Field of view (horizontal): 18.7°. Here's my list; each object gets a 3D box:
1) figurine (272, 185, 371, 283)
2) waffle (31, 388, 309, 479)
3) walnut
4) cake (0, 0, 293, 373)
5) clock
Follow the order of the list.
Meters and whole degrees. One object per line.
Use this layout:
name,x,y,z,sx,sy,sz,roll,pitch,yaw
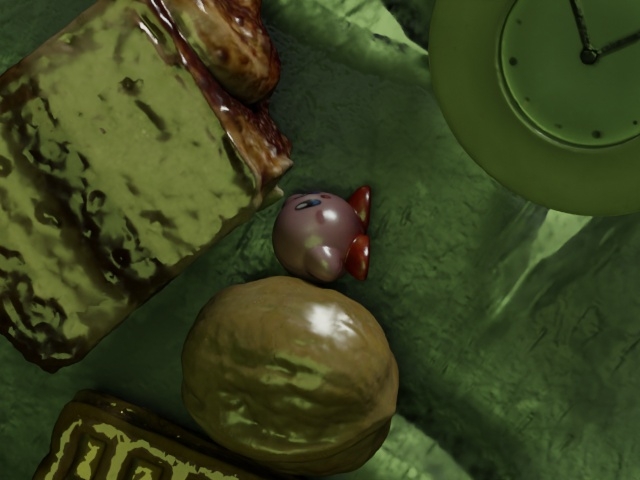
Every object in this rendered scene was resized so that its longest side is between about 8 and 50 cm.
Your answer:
figurine,0.000,0.000,1.424,0.071,0.083,0.067,4,129,-4
waffle,-0.147,0.298,1.463,0.224,0.098,0.327,22,92,8
walnut,-0.023,0.099,1.407,0.166,0.149,0.166,21,139,19
cake,-0.131,-0.069,1.380,0.293,0.196,0.198,-36,93,9
clock,0.191,-0.130,1.366,0.235,0.029,0.235,7,110,20
